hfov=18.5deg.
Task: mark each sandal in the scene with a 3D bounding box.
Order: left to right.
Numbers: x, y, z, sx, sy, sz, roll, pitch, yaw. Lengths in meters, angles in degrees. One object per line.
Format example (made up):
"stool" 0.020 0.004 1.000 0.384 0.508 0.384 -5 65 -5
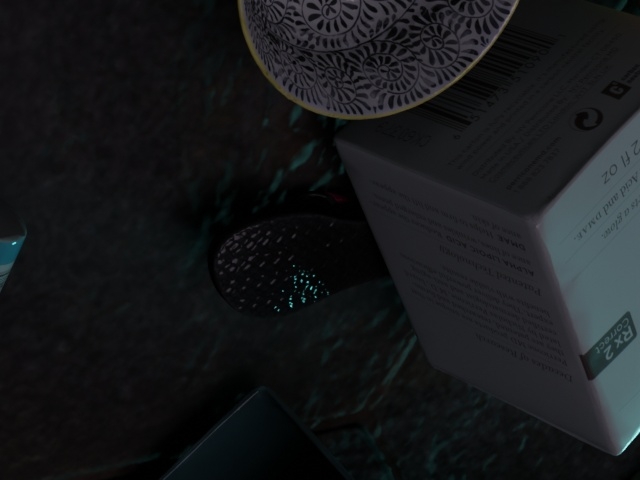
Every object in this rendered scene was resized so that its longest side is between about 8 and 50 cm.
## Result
"sandal" 0.000 0.000 1.096 0.179 0.040 0.067 -11 129 -44

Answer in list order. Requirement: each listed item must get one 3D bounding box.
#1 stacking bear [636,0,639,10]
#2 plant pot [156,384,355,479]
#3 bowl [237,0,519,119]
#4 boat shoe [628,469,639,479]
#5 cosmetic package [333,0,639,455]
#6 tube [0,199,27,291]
"stacking bear" 0.243 -0.143 1.087 0.289 0.175 0.164 35 82 -33
"plant pot" -0.001 0.235 1.150 0.165 0.166 0.234 -43 143 -3
"bowl" 0.018 -0.153 0.981 0.170 0.080 0.170 -15 125 -24
"boat shoe" 0.294 0.151 1.331 0.095 0.095 0.257 29 99 -40
"cosmetic package" 0.131 -0.015 1.071 0.151 0.151 0.184 -44 133 -21
"tube" -0.214 0.070 0.993 0.080 0.052 0.207 16 113 -33
